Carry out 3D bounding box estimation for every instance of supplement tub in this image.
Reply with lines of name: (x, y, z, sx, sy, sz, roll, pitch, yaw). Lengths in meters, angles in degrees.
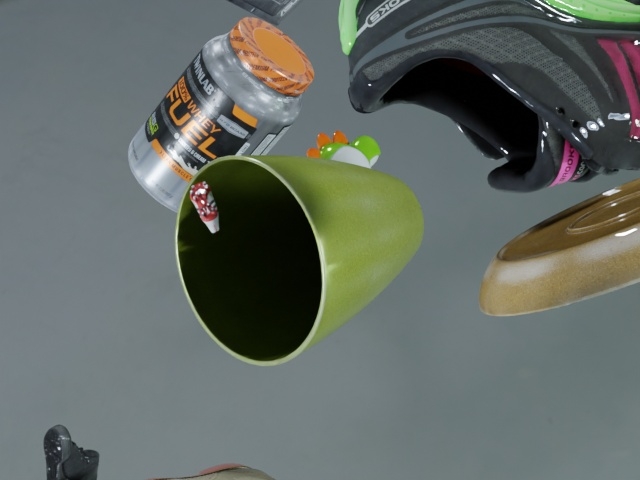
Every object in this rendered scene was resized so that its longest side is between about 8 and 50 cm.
supplement tub: (-0.163, -0.205, 1.818, 0.193, 0.316, 0.194, 32, 29, -20)

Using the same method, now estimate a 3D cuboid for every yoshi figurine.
yoshi figurine: (0.030, -0.040, 1.846, 0.203, 0.203, 0.362, 14, 40, 24)

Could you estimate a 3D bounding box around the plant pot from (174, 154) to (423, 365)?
plant pot: (0.000, 0.000, 1.499, 0.293, 0.275, 0.275, -16, 74, -46)

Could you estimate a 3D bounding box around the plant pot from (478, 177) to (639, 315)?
plant pot: (0.217, -0.010, 0.780, 0.236, 0.236, 0.032, -28, 95, -28)

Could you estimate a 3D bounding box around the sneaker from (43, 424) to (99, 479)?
sneaker: (-0.398, 0.353, 1.769, 0.051, 0.170, 0.089, 27, 34, 31)

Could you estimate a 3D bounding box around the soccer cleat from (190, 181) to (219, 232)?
soccer cleat: (-0.145, -0.043, 1.385, 0.029, 0.036, 0.083, -21, 41, -6)

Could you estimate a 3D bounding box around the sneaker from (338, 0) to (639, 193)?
sneaker: (0.242, -0.118, 0.978, 0.482, 0.185, 0.202, 15, 72, -1)

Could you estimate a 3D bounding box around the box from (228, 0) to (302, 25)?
box: (-0.016, -0.338, 1.144, 0.056, 0.231, 0.183, 52, 16, 15)

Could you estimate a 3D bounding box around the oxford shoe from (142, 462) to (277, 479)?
oxford shoe: (-0.197, 0.412, 1.640, 0.348, 0.130, 0.123, -16, 96, -43)
